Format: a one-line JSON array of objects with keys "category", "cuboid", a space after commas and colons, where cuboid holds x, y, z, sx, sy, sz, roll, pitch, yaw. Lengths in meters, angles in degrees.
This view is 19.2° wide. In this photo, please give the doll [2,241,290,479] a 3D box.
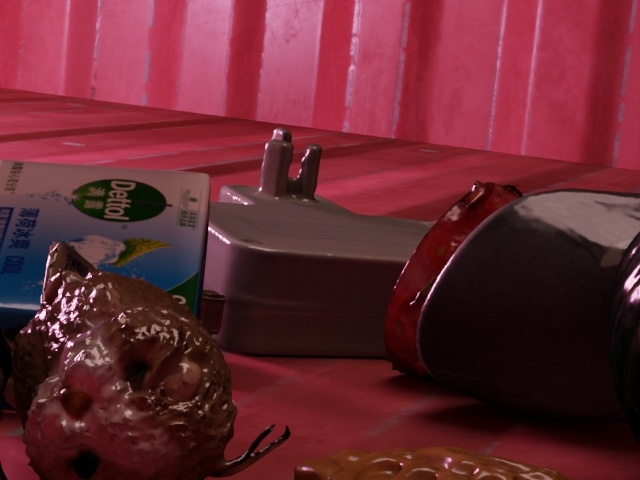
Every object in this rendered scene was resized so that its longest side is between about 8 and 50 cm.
[{"category": "doll", "cuboid": [-0.103, 0.071, 0.924, 0.115, 0.105, 0.221, 20, 3, -25]}]

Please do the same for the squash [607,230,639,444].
[{"category": "squash", "cuboid": [0.258, 0.054, 1.019, 0.218, 0.172, 0.218, -7, 25, 3]}]

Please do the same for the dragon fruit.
[{"category": "dragon fruit", "cuboid": [0.128, 0.043, 1.263, 0.111, 0.153, 0.153, 30, 18, 26]}]

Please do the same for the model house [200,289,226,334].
[{"category": "model house", "cuboid": [-0.105, 0.052, 1.259, 0.058, 0.057, 0.083, 8, 8, -23]}]

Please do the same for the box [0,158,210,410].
[{"category": "box", "cuboid": [-0.141, 0.026, 1.142, 0.139, 0.073, 0.194, 4, 28, -3]}]

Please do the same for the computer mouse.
[{"category": "computer mouse", "cuboid": [0.247, 0.036, 1.167, 0.379, 0.167, 0.090, -13, 41, -3]}]

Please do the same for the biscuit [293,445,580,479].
[{"category": "biscuit", "cuboid": [0.105, 0.138, 0.852, 0.202, 0.044, 0.288, 1, 11, -34]}]

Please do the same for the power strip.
[{"category": "power strip", "cuboid": [0.000, 0.000, 1.444, 0.229, 0.141, 0.261, 4, 11, -22]}]

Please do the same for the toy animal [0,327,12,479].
[{"category": "toy animal", "cuboid": [-0.226, 0.021, 0.911, 0.160, 0.197, 0.272, -10, 26, -27]}]
